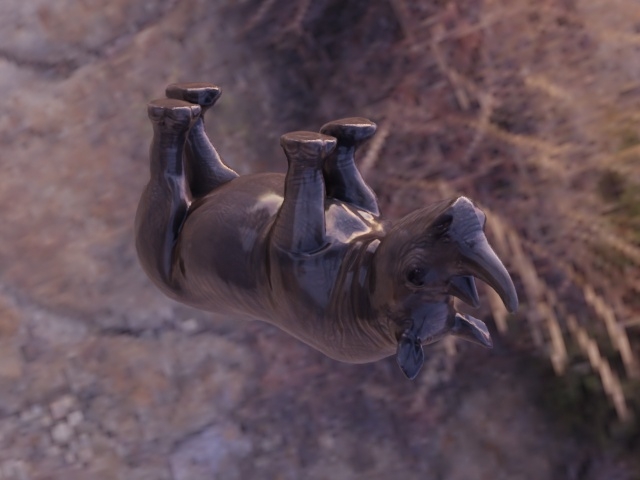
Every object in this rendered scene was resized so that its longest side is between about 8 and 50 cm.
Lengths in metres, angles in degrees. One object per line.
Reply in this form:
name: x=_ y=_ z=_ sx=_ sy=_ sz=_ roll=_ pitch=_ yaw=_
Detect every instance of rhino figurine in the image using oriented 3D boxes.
rhino figurine: x=0.000 y=0.000 z=0.899 sx=0.073 sy=0.243 sz=0.106 roll=-12 pitch=111 yaw=-42
